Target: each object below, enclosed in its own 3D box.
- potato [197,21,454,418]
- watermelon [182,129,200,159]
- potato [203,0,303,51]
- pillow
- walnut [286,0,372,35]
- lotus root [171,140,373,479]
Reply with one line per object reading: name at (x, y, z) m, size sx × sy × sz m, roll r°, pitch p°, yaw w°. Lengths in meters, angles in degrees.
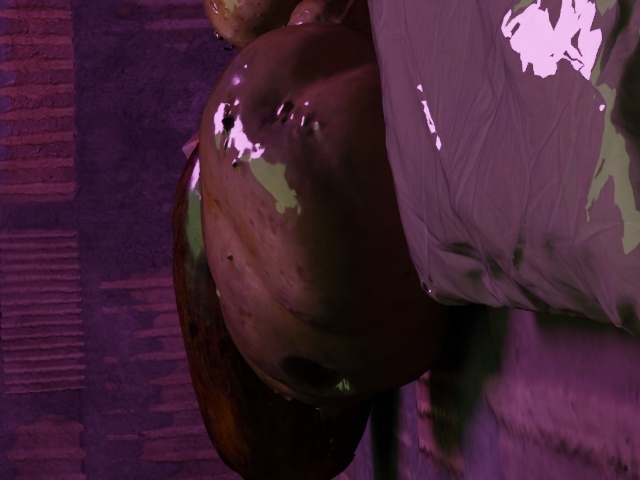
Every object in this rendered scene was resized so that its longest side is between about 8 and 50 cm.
potato at (0.005, -0.003, 0.736) m, size 0.191 × 0.141 × 0.296 m, roll 54°, pitch 152°, yaw 27°
watermelon at (-0.059, -0.101, 1.407) m, size 0.260 × 0.176 × 0.256 m, roll 2°, pitch 92°, yaw 62°
potato at (-0.056, -0.278, 1.328) m, size 0.169 × 0.143 × 0.248 m, roll -57°, pitch 5°, yaw 11°
pillow at (0.061, -0.111, 0.429) m, size 0.274 × 0.076 × 0.280 m, roll 179°, pitch 88°, yaw -83°
walnut at (0.016, -0.147, 0.903) m, size 0.092 × 0.092 × 0.092 m, roll 178°, pitch 90°, yaw -85°
lotus root at (-0.037, 0.037, 1.060) m, size 0.196 × 0.179 × 0.397 m, roll -107°, pitch 15°, yaw -64°
